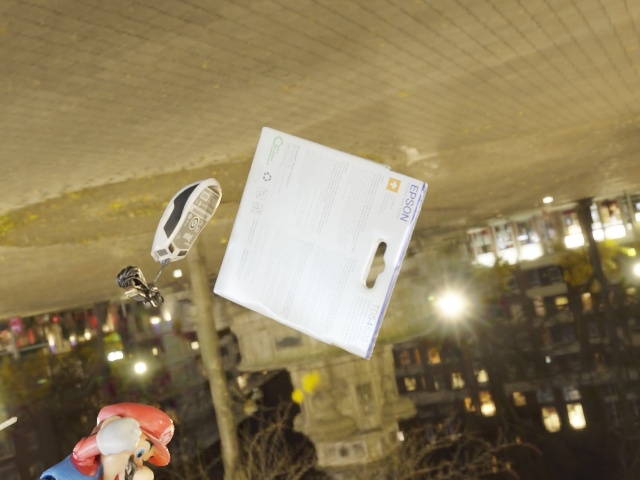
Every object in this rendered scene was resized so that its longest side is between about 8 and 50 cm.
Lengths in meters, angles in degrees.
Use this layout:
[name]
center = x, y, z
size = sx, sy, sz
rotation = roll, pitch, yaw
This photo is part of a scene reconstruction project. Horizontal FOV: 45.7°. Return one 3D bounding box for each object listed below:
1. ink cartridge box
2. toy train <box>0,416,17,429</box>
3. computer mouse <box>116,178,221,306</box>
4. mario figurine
[ink cartridge box]
center = 0.000, 0.000, 0.916
size = 0.223, 0.224, 0.045
rotation = 22, -171, 22
[toy train]
center = -0.393, 0.218, 0.805
size = 0.248, 0.105, 0.143
rotation = -40, -149, 10
[computer mouse]
center = -0.199, -0.005, 1.014
size = 0.042, 0.193, 0.106
rotation = 30, 176, 22
[mario figurine]
center = -0.347, 0.379, 1.162
size = 0.320, 0.170, 0.198
rotation = -35, -169, -36
